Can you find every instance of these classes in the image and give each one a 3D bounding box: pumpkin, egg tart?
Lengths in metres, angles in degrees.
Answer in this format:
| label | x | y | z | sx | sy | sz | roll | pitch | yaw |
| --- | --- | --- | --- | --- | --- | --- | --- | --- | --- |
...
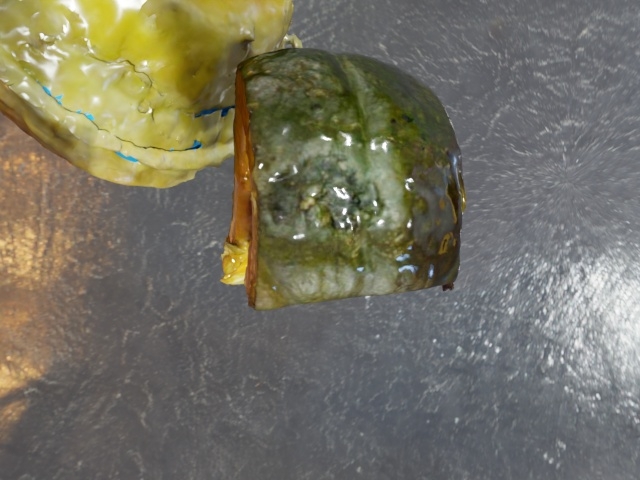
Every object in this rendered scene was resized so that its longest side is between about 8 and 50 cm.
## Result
| label | x | y | z | sx | sy | sz | roll | pitch | yaw |
| --- | --- | --- | --- | --- | --- | --- | --- | --- | --- |
| pumpkin | 0.001 | 0.000 | 0.524 | 0.139 | 0.190 | 0.281 | -5 | 138 | -13 |
| egg tart | -0.145 | -0.241 | 0.599 | 0.169 | 0.387 | 0.388 | -17 | 89 | 36 |
